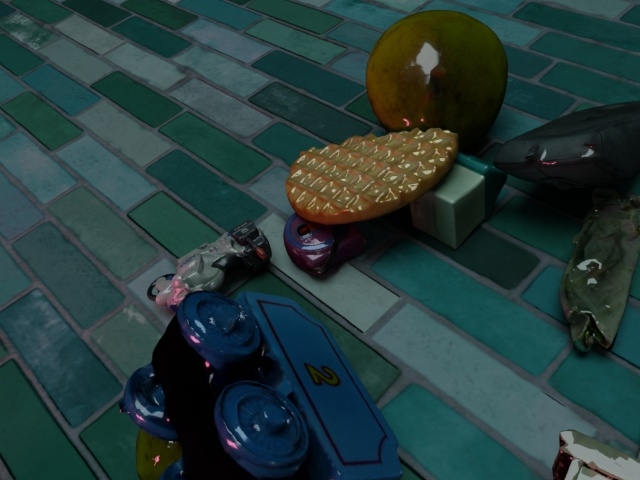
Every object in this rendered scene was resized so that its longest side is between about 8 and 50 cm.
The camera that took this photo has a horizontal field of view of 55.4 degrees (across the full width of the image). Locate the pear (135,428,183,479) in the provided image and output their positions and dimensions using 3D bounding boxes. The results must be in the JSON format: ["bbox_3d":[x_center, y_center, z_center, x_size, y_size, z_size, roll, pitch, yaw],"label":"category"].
[{"bbox_3d":[-0.188,0.263,0.807,0.107,0.107,0.131,9,60,20],"label":"pear"}]

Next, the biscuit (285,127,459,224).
[{"bbox_3d":[0.062,-0.106,1.002,0.309,0.040,0.204,-3,43,31],"label":"biscuit"}]

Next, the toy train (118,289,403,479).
[{"bbox_3d":[-0.065,0.209,0.714,0.188,0.265,0.300,-55,46,21],"label":"toy train"}]

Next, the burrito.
[{"bbox_3d":[0.420,0.034,0.909,0.096,0.066,0.309,13,52,27],"label":"burrito"}]

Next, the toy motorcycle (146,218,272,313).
[{"bbox_3d":[-0.174,0.052,1.008,0.221,0.102,0.150,-34,37,-18],"label":"toy motorcycle"}]

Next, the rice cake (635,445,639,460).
[{"bbox_3d":[0.415,0.282,0.699,0.124,0.038,0.211,18,54,27],"label":"rice cake"}]

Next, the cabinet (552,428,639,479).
[{"bbox_3d":[0.275,0.386,0.484,0.290,0.227,0.318,21,65,28],"label":"cabinet"}]

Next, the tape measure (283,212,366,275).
[{"bbox_3d":[0.000,0.000,1.033,0.118,0.074,0.125,-28,52,-12],"label":"tape measure"}]

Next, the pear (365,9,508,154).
[{"bbox_3d":[0.213,-0.294,1.137,0.269,0.269,0.321,1,56,13],"label":"pear"}]

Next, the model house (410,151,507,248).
[{"bbox_3d":[0.231,-0.085,1.022,0.149,0.127,0.100,-40,52,-19],"label":"model house"}]

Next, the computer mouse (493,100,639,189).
[{"bbox_3d":[0.437,-0.145,0.995,0.371,0.122,0.188,-20,13,-38],"label":"computer mouse"}]
